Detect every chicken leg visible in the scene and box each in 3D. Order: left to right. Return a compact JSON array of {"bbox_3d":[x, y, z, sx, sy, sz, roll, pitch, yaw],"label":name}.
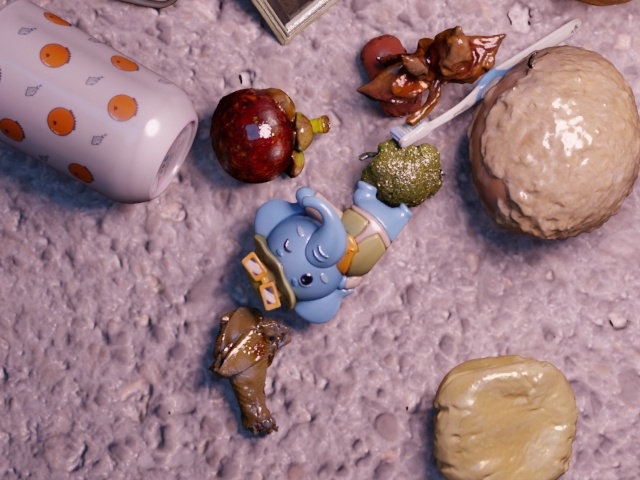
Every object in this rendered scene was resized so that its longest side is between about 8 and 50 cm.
[{"bbox_3d":[-0.114,0.202,1.547,0.125,0.080,0.196,8,86,-10],"label":"chicken leg"}]

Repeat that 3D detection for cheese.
[{"bbox_3d":[0.281,0.284,1.509,0.225,0.117,0.214,-3,91,-3],"label":"cheese"}]

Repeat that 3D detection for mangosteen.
[{"bbox_3d":[-0.087,-0.173,1.556,0.181,0.156,0.145,-33,56,-29],"label":"mangosteen"}]

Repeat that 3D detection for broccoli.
[{"bbox_3d":[0.128,-0.108,1.552,0.131,0.130,0.120,-14,47,14],"label":"broccoli"}]

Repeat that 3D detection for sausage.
[{"bbox_3d":[0.114,-0.263,1.582,0.076,0.076,0.141,-21,84,0],"label":"sausage"}]

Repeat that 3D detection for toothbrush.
[{"bbox_3d":[0.270,-0.247,1.546,0.386,0.040,0.040,-32,85,-16],"label":"toothbrush"}]

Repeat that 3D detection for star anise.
[{"bbox_3d":[0.175,-0.262,1.484,0.212,0.196,0.111,-25,104,35],"label":"star anise"}]

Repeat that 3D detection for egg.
[{"bbox_3d":[0.349,-0.143,1.473,0.279,0.279,0.310,29,68,4],"label":"egg"}]

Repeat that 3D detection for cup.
[{"bbox_3d":[-0.361,-0.200,1.520,0.317,0.212,0.212,29,87,3],"label":"cup"}]

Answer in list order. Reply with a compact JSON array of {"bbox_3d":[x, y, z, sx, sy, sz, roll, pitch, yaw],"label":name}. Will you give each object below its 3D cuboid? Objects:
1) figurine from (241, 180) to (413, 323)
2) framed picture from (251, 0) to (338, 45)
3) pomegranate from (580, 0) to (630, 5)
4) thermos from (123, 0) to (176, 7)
[{"bbox_3d":[0.001,0.001,1.513,0.262,0.154,0.180,-42,118,9],"label":"figurine"},{"bbox_3d":[-0.043,-0.479,1.535,0.232,0.019,0.296,-40,127,-1],"label":"framed picture"},{"bbox_3d":[0.452,-0.493,1.498,0.281,0.281,0.281,0,85,2],"label":"pomegranate"},{"bbox_3d":[-0.287,-0.449,1.605,0.193,0.105,0.137,14,111,-4],"label":"thermos"}]
